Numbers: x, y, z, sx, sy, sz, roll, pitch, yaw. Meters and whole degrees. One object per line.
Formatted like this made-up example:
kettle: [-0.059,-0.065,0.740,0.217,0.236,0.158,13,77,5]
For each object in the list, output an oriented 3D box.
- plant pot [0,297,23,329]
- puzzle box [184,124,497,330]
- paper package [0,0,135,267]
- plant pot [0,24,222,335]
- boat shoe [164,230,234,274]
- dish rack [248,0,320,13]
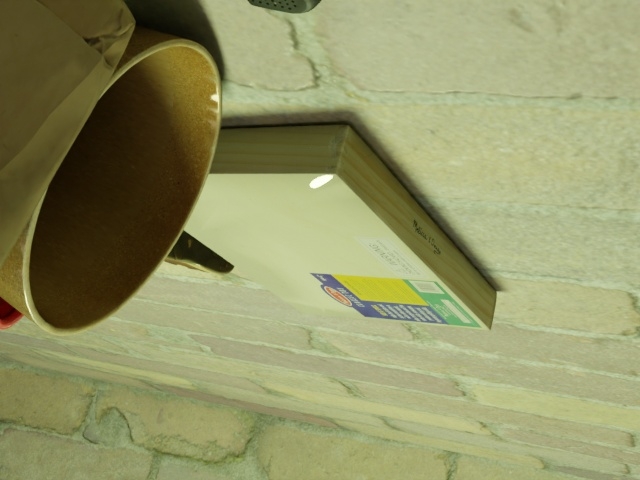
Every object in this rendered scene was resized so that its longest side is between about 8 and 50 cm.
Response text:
plant pot: [-0.418,-0.008,1.029,0.174,0.191,0.191,17,161,1]
puzzle box: [0.000,0.000,0.949,0.272,0.052,0.409,2,157,31]
paper package: [-0.279,-0.127,0.337,0.324,0.168,0.309,26,170,47]
plant pot: [-0.244,-0.090,0.674,0.254,0.237,0.237,27,164,14]
boat shoe: [-0.186,-0.001,1.065,0.060,0.064,0.178,-8,153,44]
dish rack: [-0.103,-0.182,0.324,0.208,0.074,0.271,16,171,18]
